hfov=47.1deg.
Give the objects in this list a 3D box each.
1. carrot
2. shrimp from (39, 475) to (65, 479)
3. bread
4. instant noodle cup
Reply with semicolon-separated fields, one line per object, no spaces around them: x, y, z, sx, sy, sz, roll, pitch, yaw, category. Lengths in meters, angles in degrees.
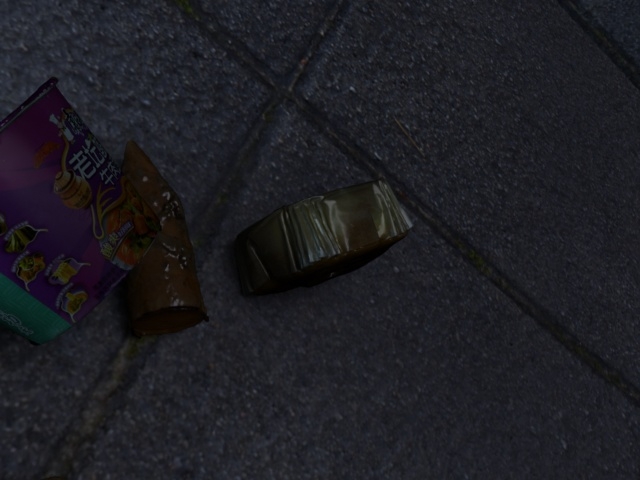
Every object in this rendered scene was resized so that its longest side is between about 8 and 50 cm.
-0.217;-0.010;0.934;0.102;0.102;0.263;-2;67;-39;carrot
-0.304;0.326;0.694;0.115;0.051;0.217;67;40;-53;shrimp
0.002;0.001;1.029;0.210;0.192;0.110;-18;83;-43;bread
-0.305;-0.020;0.779;0.190;0.251;0.251;49;47;-22;instant noodle cup
